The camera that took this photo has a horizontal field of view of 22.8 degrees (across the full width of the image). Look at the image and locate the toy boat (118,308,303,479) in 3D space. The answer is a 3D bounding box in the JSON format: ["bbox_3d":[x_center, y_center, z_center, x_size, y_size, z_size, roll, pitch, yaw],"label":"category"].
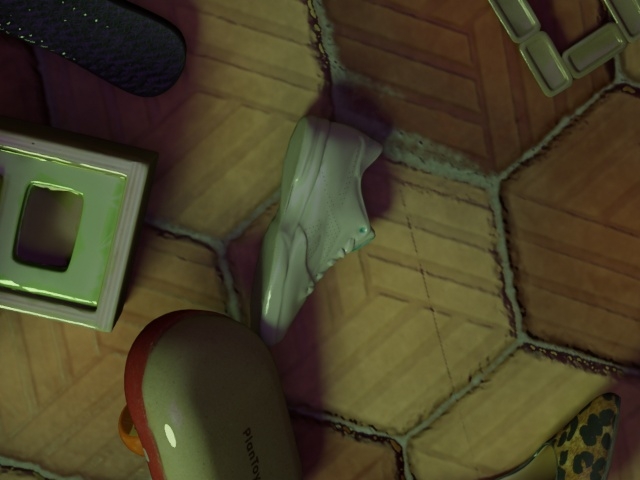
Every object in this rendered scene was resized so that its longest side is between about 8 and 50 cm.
[{"bbox_3d":[-0.119,0.170,1.415,0.151,0.151,0.231,7,121,37],"label":"toy boat"}]

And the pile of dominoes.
[{"bbox_3d":[0.220,-0.284,1.414,0.196,0.040,0.251,-32,106,3],"label":"pile of dominoes"}]

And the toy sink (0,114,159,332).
[{"bbox_3d":[-0.273,-0.026,1.378,0.234,0.131,0.152,14,97,-3],"label":"toy sink"}]

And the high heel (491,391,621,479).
[{"bbox_3d":[0.147,0.223,1.440,0.186,0.093,0.261,25,105,-10],"label":"high heel"}]

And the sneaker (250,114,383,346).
[{"bbox_3d":[0.000,0.000,1.421,0.094,0.080,0.212,15,96,-16],"label":"sneaker"}]

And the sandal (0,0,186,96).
[{"bbox_3d":[-0.236,-0.211,1.399,0.254,0.054,0.097,36,103,-15],"label":"sandal"}]
